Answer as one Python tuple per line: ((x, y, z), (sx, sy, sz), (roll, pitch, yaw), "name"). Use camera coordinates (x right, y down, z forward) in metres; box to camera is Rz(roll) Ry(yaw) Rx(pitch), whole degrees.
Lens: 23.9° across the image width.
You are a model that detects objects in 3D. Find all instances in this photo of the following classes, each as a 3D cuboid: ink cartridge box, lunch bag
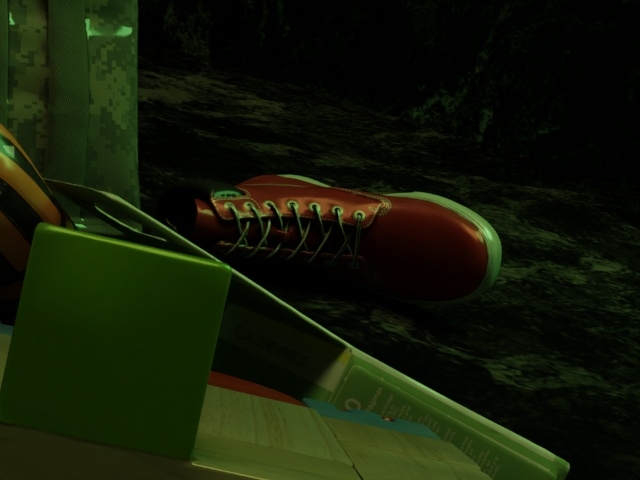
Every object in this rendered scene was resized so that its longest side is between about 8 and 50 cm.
((-0.025, 0.054, 0.675), (0.235, 0.056, 0.171), (30, -6, -20), "ink cartridge box")
((-0.264, -0.116, 0.926), (0.287, 0.235, 0.169), (1, -3, -36), "lunch bag")

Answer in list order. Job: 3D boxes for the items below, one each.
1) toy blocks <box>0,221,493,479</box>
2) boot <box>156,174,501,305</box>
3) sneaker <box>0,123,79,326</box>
((-0.102, 0.084, 0.479), (0.381, 0.190, 0.261), (13, 1, -6), "toy blocks")
((0.000, 0.000, 1.148), (0.244, 0.088, 0.176), (13, 9, 34), "boot")
((-0.253, 0.020, 0.689), (0.321, 0.124, 0.180), (-4, -32, 26), "sneaker")
